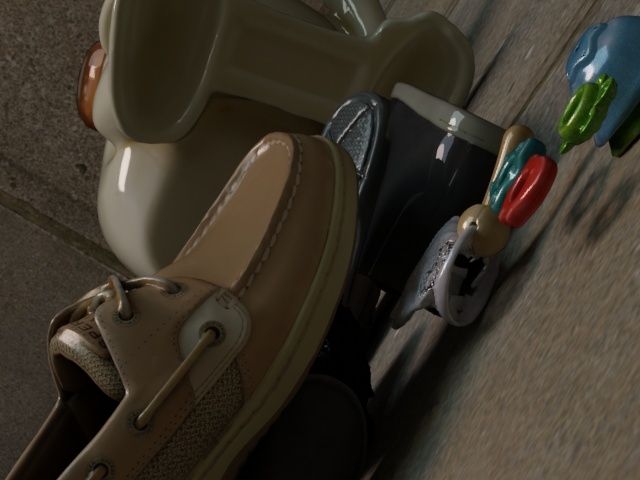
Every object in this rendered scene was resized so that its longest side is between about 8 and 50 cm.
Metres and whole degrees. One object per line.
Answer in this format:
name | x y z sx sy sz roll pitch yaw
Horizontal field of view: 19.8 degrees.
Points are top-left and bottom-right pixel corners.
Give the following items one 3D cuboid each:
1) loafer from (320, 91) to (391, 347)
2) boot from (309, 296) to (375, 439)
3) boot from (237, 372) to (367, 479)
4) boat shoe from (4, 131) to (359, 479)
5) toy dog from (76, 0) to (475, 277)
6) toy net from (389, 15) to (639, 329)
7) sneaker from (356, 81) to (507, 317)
loafer | 0.017 0.034 1.267 0.096 0.084 0.267 25 95 55
boot | -0.077 0.140 1.074 0.207 0.094 0.246 -25 26 27
boot | -0.019 0.161 0.918 0.208 0.076 0.189 137 153 -87
boat shoe | -0.086 0.069 0.975 0.122 0.110 0.341 -18 42 57
toy dog | -0.072 -0.105 1.597 0.408 0.285 0.395 -123 43 -71
toy net | 0.103 -0.014 0.930 0.232 0.045 0.122 -56 9 39
sneaker | 0.059 -0.027 1.132 0.118 0.083 0.222 -62 5 3
